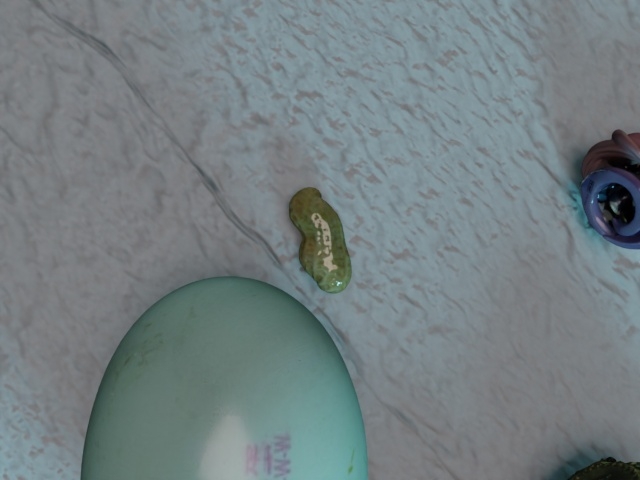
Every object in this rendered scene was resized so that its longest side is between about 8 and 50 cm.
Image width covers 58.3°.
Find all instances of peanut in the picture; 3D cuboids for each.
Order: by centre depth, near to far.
[{"bbox_3d":[0.000,0.000,0.588,0.053,0.054,0.113,-17,87,-9],"label":"peanut"}]

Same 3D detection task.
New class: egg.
[{"bbox_3d":[-0.075,0.215,0.475,0.229,0.230,0.371,-1,92,-9],"label":"egg"}]

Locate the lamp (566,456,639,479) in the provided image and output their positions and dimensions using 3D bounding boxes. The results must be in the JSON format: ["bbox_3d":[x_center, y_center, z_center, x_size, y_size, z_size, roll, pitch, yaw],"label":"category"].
[{"bbox_3d":[0.345,0.356,0.564,0.177,0.177,0.274,-34,93,-9],"label":"lamp"}]

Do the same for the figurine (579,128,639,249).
[{"bbox_3d":[0.349,-0.075,0.625,0.114,0.126,0.157,20,52,32],"label":"figurine"}]
